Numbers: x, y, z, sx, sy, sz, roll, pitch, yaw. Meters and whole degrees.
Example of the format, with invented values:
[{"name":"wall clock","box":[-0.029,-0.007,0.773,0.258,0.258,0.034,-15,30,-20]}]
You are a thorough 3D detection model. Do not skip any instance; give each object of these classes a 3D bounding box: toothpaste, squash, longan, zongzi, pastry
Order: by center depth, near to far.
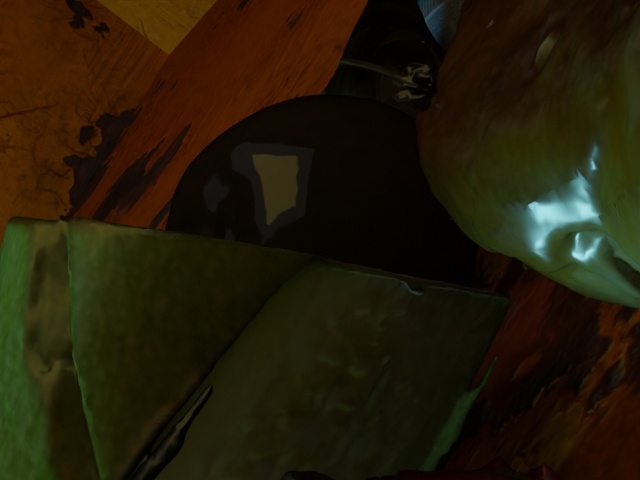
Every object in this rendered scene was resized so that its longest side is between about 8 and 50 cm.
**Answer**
[{"name":"pastry","box":[0.168,-0.080,0.524,0.255,0.162,0.311,-57,16,-11]},{"name":"squash","box":[-0.067,0.154,0.666,0.210,0.233,0.309,7,87,30]},{"name":"longan","box":[0.000,0.000,0.877,0.187,0.167,0.167,8,50,25]},{"name":"zongzi","box":[0.071,-0.144,1.112,0.187,0.084,0.184,-19,54,65]},{"name":"toothpaste","box":[0.102,-0.171,1.235,0.089,0.057,0.234,-50,19,34]}]

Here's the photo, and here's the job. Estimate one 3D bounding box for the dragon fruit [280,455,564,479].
[{"name":"dragon fruit","box":[0.028,0.134,0.577,0.153,0.111,0.153,-52,15,20]}]
